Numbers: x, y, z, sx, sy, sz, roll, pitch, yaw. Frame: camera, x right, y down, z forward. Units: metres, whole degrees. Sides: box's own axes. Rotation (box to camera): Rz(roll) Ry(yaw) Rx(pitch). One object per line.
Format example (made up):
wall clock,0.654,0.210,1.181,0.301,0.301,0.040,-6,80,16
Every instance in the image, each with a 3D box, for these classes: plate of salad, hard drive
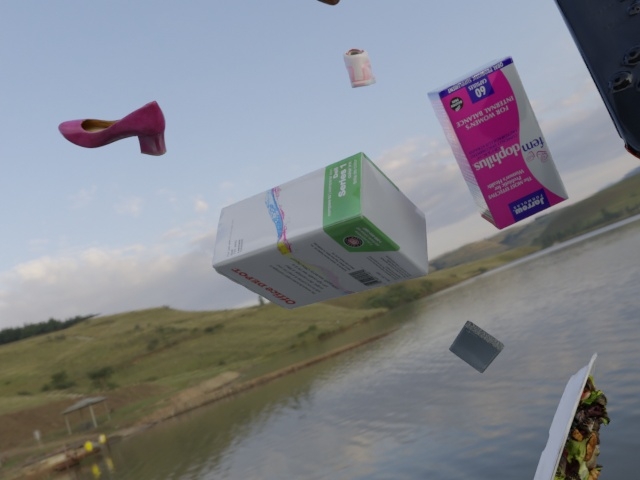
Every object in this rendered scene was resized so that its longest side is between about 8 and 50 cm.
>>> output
plate of salad,0.238,0.203,0.539,0.048,0.200,0.199,18,12,30
hard drive,0.351,0.242,1.306,0.022,0.094,0.135,-45,-20,-28

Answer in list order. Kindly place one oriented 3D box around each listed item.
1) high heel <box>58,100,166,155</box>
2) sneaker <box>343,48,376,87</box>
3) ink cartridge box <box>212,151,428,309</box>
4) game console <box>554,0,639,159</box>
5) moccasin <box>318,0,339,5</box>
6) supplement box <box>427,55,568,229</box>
high heel,-0.428,-0.245,1.166,0.243,0.117,0.082,14,40,13
sneaker,0.074,-0.325,1.083,0.050,0.070,0.134,-10,14,10
ink cartridge box,0.000,0.000,0.909,0.278,0.117,0.201,-18,-35,31
game console,0.408,-0.252,0.473,0.386,0.342,0.060,-31,-43,33
moccasin,-0.108,-0.621,1.229,0.139,0.379,0.147,-55,-12,-35
supplement box,0.259,-0.143,0.852,0.111,0.220,0.114,-26,11,7
